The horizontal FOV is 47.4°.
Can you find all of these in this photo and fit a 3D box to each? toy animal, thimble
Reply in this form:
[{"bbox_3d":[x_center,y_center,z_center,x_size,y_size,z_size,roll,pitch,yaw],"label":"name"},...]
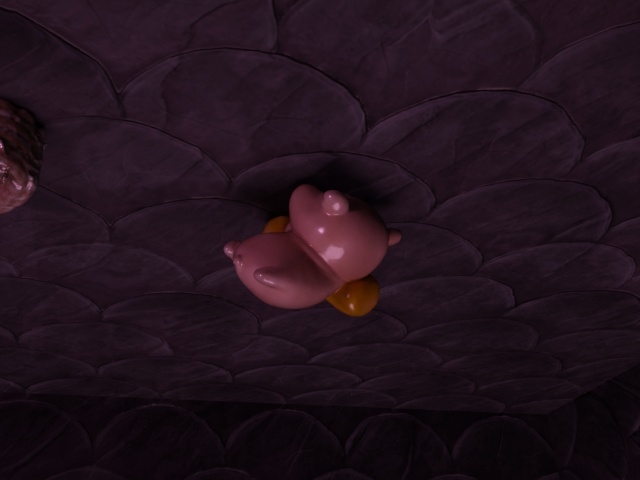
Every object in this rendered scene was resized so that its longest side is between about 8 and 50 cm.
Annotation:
[{"bbox_3d":[-0.013,-0.013,1.459,0.345,0.277,0.247,9,121,-40],"label":"toy animal"},{"bbox_3d":[-0.594,-0.145,1.225,0.229,0.148,0.196,-13,147,12],"label":"thimble"}]
